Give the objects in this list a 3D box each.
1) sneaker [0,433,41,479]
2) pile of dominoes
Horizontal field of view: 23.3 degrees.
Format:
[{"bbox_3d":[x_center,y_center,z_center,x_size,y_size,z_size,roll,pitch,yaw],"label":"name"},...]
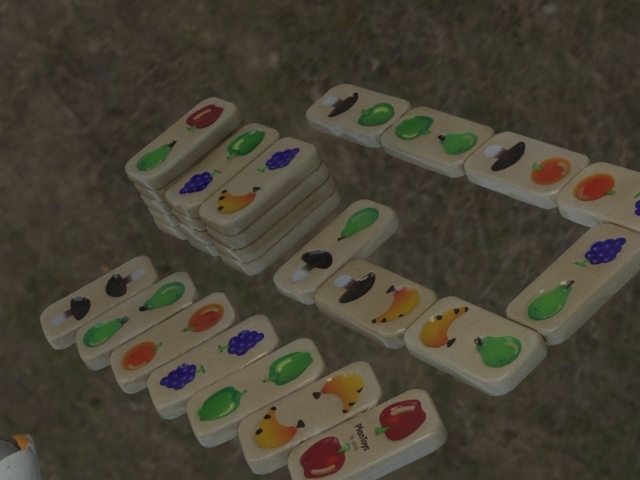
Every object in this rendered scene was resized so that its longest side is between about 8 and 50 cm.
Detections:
[{"bbox_3d":[-0.164,0.130,0.575,0.083,0.084,0.215,11,146,-33],"label":"sneaker"},{"bbox_3d":[0.000,0.000,0.648,0.251,0.196,0.040,23,148,50],"label":"pile of dominoes"}]
